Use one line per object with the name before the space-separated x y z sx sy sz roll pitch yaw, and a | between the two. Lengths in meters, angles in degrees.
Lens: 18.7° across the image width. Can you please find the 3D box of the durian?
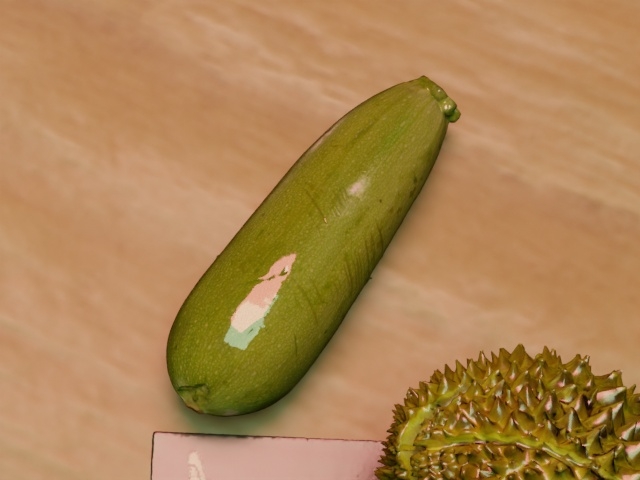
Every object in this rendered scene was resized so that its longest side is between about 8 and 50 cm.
durian | 0.102 0.137 0.818 0.146 0.159 0.198 -20 76 -12

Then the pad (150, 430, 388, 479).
pad | -0.017 0.181 0.875 0.127 0.004 0.190 2 72 -5

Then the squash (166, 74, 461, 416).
squash | 0.000 0.000 0.905 0.066 0.066 0.201 36 69 7
